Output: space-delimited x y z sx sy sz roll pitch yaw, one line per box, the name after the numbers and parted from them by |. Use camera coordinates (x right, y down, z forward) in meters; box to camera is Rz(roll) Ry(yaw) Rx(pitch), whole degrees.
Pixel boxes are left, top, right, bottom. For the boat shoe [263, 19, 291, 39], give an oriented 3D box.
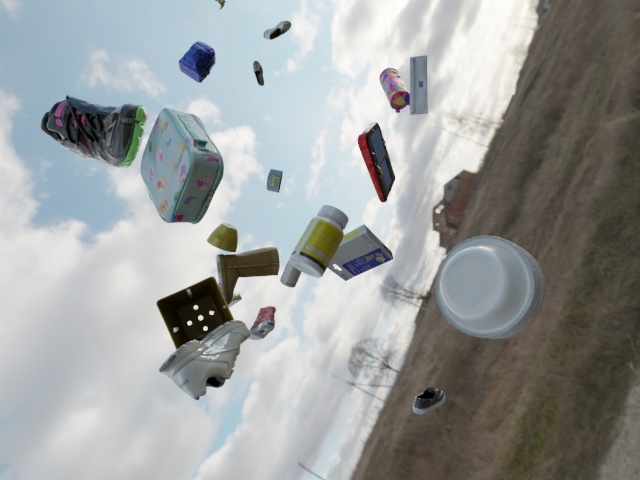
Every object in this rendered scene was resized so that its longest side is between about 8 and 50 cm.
-0.121 -0.622 1.282 0.100 0.035 0.035 -35 -37 -23 | boat shoe

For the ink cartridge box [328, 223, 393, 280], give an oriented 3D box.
0.180 0.073 2.267 0.303 0.307 0.072 40 -147 -44 | ink cartridge box

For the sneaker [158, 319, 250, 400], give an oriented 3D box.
-0.262 0.294 1.071 0.111 0.129 0.297 -44 -9 25 | sneaker

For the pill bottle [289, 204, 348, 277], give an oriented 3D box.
0.000 0.000 1.344 0.208 0.119 0.119 -61 -17 -19 | pill bottle

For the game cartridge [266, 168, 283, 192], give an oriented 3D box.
-0.172 -0.222 1.603 0.017 0.056 0.083 -4 -73 -66 | game cartridge

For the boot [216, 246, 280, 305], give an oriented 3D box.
-0.307 0.152 1.885 0.270 0.089 0.236 -4 -90 -28 | boot

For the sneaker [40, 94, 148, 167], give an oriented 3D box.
-0.680 -0.326 1.279 0.202 0.483 0.185 19 -102 -51 | sneaker

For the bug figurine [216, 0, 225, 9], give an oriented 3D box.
-0.261 -0.903 1.417 0.072 0.279 0.216 35 -142 -36 | bug figurine

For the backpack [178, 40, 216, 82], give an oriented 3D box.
-0.421 -0.632 1.508 0.120 0.098 0.101 -57 6 -19 | backpack

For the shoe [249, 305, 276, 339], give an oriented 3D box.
-0.213 0.301 1.574 0.178 0.064 0.081 -41 34 46 | shoe

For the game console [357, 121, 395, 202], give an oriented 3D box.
0.294 -0.401 2.148 0.342 0.060 0.386 65 -154 -17 | game console

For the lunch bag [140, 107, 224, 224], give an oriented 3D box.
-0.346 -0.188 1.081 0.108 0.279 0.224 5 -51 -45 | lunch bag

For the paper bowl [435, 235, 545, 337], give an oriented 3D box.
0.454 0.127 1.205 0.148 0.284 0.284 15 -81 -42 | paper bowl

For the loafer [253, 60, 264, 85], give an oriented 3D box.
-0.308 -0.832 2.145 0.039 0.045 0.125 -51 -52 -74 | loafer

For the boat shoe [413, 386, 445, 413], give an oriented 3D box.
0.469 0.671 1.856 0.229 0.080 0.076 -3 -83 -44 | boat shoe

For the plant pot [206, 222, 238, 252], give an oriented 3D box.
-0.405 -0.019 1.843 0.095 0.134 0.134 -66 -16 7 | plant pot

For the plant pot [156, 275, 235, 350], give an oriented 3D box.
-0.437 0.277 1.559 0.212 0.212 0.187 -25 -7 -16 | plant pot

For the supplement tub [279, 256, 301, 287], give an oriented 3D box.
-0.113 0.128 1.723 0.107 0.071 0.071 -65 -16 11 | supplement tub

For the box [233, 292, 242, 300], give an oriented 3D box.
-0.480 0.308 2.155 0.105 0.043 0.179 -34 -15 16 | box

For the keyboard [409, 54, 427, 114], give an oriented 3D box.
0.408 -0.648 1.796 0.014 0.072 0.256 37 -126 -78 | keyboard

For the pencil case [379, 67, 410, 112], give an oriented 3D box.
0.331 -0.674 1.923 0.104 0.105 0.236 93 169 -50 | pencil case
